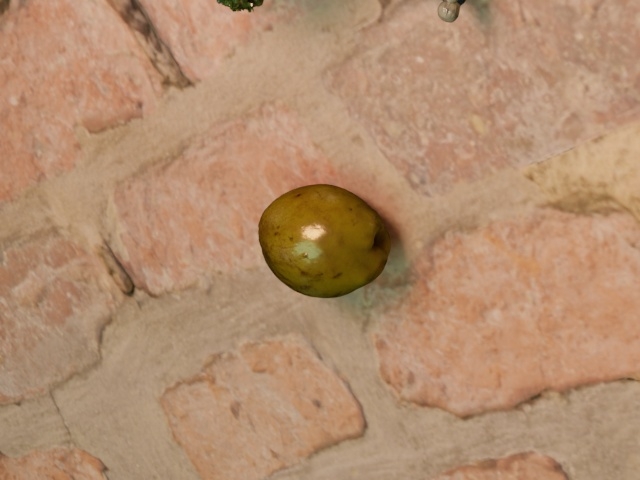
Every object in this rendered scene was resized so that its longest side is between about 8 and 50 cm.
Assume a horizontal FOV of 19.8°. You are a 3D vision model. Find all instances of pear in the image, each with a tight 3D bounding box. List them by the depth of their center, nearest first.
[{"bbox_3d":[0.000,0.000,1.669,0.131,0.107,0.107,8,124,29],"label":"pear"}]

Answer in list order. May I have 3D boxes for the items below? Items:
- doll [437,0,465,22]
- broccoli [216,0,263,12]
[{"bbox_3d":[0.097,-0.227,1.458,0.076,0.050,0.083,39,143,40],"label":"doll"},{"bbox_3d":[-0.051,-0.277,1.481,0.156,0.195,0.195,12,136,-9],"label":"broccoli"}]
